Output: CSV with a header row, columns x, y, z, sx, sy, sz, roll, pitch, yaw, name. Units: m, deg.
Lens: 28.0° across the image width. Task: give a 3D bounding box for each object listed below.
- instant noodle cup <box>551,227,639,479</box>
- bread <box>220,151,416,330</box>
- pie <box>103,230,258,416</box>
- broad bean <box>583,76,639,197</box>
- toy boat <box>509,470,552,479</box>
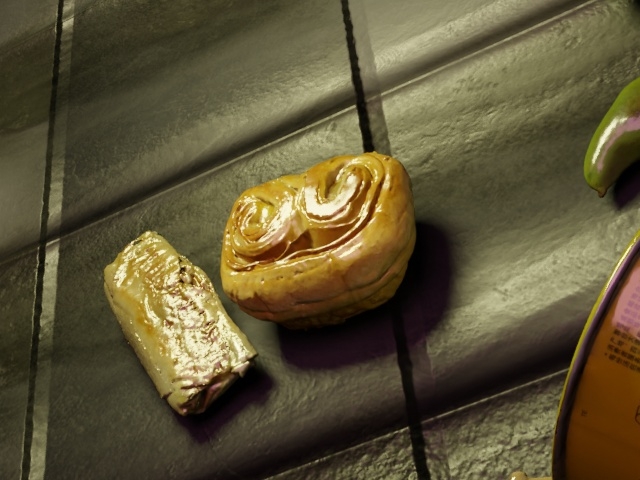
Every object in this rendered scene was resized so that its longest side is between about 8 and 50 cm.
x,y,z,sx,sy,sz,roll,pitch,yaw,name
0.368,0.126,0.977,0.254,0.325,0.325,25,71,35,instant noodle cup
0.000,0.002,1.449,0.236,0.120,0.198,-16,47,24,bread
-0.170,0.098,1.521,0.128,0.068,0.282,-42,44,-1,pie
0.380,-0.181,1.376,0.075,0.067,0.325,33,81,3,broad bean
0.204,0.293,1.075,0.061,0.116,0.188,-13,48,17,toy boat
